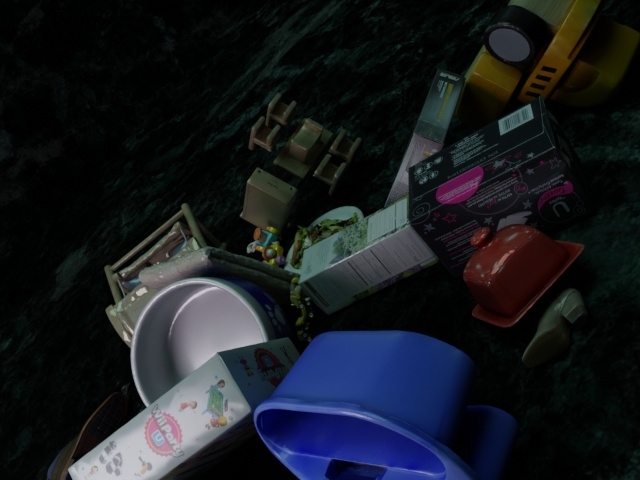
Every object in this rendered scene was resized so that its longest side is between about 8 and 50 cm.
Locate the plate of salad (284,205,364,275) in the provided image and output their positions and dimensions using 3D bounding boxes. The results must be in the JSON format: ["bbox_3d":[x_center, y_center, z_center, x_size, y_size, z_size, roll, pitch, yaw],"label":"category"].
[{"bbox_3d":[0.000,0.000,1.626,0.200,0.048,0.200,-31,30,20],"label":"plate of salad"}]

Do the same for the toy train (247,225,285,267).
[{"bbox_3d":[-0.132,0.038,1.704,0.125,0.046,0.166,-38,39,26],"label":"toy train"}]

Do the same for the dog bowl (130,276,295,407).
[{"bbox_3d":[-0.179,0.192,1.367,0.265,0.265,0.104,-32,-12,19],"label":"dog bowl"}]

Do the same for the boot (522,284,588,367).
[{"bbox_3d":[0.306,0.111,1.098,0.118,0.042,0.087,-39,22,5],"label":"boot"}]

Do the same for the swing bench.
[{"bbox_3d":[-0.330,0.094,1.796,0.253,0.165,0.255,-39,29,7],"label":"swing bench"}]

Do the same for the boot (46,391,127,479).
[{"bbox_3d":[-0.477,0.402,1.650,0.106,0.082,0.219,-7,46,44],"label":"boot"}]

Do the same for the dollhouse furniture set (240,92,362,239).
[{"bbox_3d":[-0.064,-0.151,1.772,0.242,0.212,0.161,-58,-6,-27],"label":"dollhouse furniture set"}]

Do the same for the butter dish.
[{"bbox_3d":[0.260,0.029,1.150,0.160,0.118,0.160,-46,8,-5],"label":"butter dish"}]

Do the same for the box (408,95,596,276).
[{"bbox_3d":[0.278,-0.082,1.285,0.247,0.142,0.163,-28,30,24],"label":"box"}]

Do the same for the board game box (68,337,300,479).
[{"bbox_3d":[-0.178,0.272,1.191,0.303,0.097,0.224,-38,-15,18],"label":"board game box"}]

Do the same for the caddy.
[{"bbox_3d":[0.071,0.248,0.998,0.341,0.241,0.179,-8,37,48],"label":"caddy"}]

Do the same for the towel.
[{"bbox_3d":[-0.168,0.075,1.513,0.187,0.282,0.049,-19,62,37],"label":"towel"}]

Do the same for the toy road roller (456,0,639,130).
[{"bbox_3d":[0.402,-0.313,1.439,0.202,0.240,0.329,-57,-6,-24],"label":"toy road roller"}]

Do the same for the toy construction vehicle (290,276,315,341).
[{"bbox_3d":[-0.037,0.123,1.464,0.035,0.098,0.086,-11,17,12],"label":"toy construction vehicle"}]

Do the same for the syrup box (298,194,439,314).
[{"bbox_3d":[0.083,0.028,1.431,0.237,0.096,0.093,-29,29,25],"label":"syrup box"}]

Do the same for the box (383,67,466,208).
[{"bbox_3d":[0.184,-0.165,1.472,0.231,0.056,0.183,107,-176,-52],"label":"box"}]
